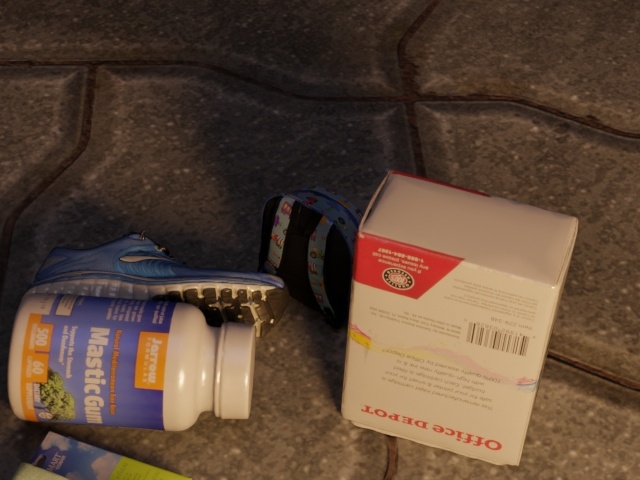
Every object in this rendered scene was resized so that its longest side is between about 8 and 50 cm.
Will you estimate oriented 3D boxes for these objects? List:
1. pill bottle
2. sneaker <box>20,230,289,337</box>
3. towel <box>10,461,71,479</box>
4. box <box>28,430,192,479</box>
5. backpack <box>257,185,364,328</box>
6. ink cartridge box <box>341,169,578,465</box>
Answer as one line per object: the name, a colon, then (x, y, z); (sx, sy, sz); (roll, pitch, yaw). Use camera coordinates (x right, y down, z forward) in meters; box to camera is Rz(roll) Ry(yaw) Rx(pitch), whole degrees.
pill bottle: (-0.215, 0.144, 1.516); (0.272, 0.152, 0.152); (4, 45, 1)
sneaker: (-0.203, 0.048, 1.632); (0.330, 0.130, 0.147); (4, 47, 0)
towel: (-0.273, 0.394, 1.269); (0.248, 0.038, 0.325); (17, 59, 17)
box: (-0.246, 0.288, 1.447); (0.178, 0.042, 0.109); (16, 45, 12)
backpack: (0.000, 0.000, 1.661); (0.158, 0.173, 0.117); (29, 50, 24)
ink cartridge box: (0.152, 0.093, 1.482); (0.226, 0.306, 0.131); (15, 45, 11)
